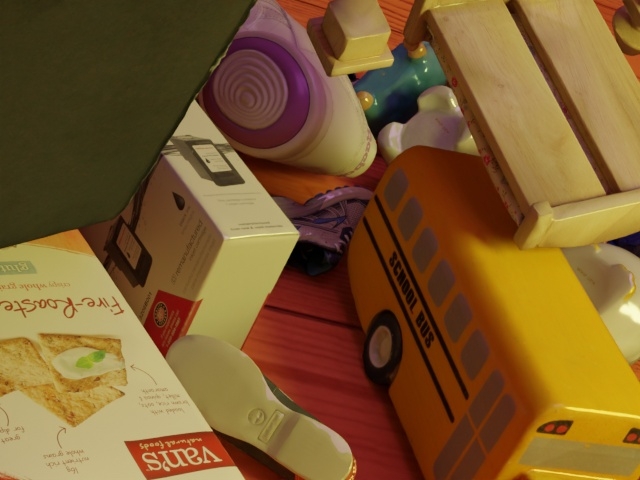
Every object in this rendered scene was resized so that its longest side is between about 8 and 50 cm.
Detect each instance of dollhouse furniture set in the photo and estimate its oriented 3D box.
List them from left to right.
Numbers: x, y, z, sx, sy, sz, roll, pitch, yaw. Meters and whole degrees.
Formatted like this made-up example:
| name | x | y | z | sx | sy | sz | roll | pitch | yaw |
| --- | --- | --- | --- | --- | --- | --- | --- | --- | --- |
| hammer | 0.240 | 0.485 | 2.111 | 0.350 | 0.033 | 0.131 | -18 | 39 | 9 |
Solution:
| name | x | y | z | sx | sy | sz | roll | pitch | yaw |
| --- | --- | --- | --- | --- | --- | --- | --- | --- | --- |
| dollhouse furniture set | 0.191 | -0.022 | 1.124 | 0.355 | 0.174 | 0.303 | -11 | 60 | -21 |

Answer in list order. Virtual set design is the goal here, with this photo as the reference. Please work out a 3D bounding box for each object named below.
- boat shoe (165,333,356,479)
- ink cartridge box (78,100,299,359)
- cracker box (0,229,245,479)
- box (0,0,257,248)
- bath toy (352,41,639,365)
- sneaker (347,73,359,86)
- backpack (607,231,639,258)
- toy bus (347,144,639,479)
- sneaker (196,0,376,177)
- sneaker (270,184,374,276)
| name | x | y | z | sx | sy | sz | roll | pitch | yaw |
| --- | --- | --- | --- | --- | --- | --- | --- | --- | --- |
| boat shoe | -0.036 | 0.107 | 0.983 | 0.137 | 0.049 | 0.043 | 34 | -12 | 14 |
| ink cartridge box | -0.093 | -0.011 | 1.048 | 0.063 | 0.109 | 0.150 | -5 | 43 | -40 |
| cracker box | -0.165 | 0.082 | 0.889 | 0.155 | 0.067 | 0.232 | -3 | 43 | -41 |
| box | -0.347 | -0.221 | 0.775 | 0.480 | 0.297 | 0.472 | -16 | 67 | -35 |
| bath toy | 0.161 | -0.025 | 1.276 | 0.348 | 0.151 | 0.129 | 57 | 4 | 40 |
| sneaker | 0.013 | -0.148 | 1.412 | 0.040 | 0.044 | 0.109 | 11 | 32 | -24 |
| backpack | 0.278 | 0.011 | 1.335 | 0.120 | 0.101 | 0.098 | 49 | 22 | -33 |
| toy bus | 0.119 | 0.090 | 1.047 | 0.108 | 0.130 | 0.333 | 11 | 34 | -27 |
| sneaker | -0.067 | -0.147 | 1.313 | 0.152 | 0.114 | 0.305 | 23 | 22 | -51 |
| sneaker | 0.000 | 0.000 | 1.179 | 0.135 | 0.052 | 0.058 | -10 | 57 | -37 |
